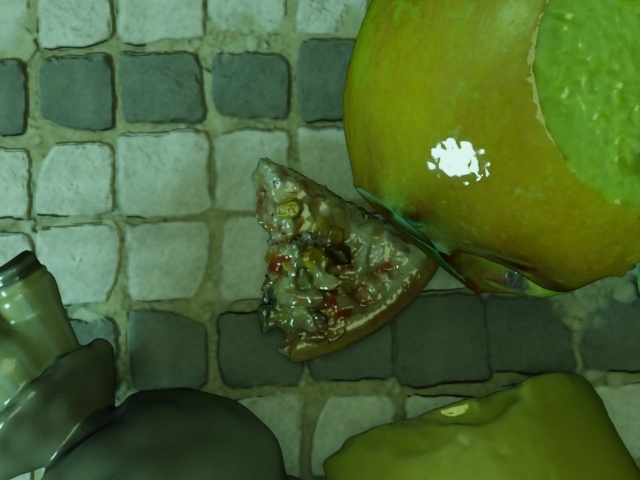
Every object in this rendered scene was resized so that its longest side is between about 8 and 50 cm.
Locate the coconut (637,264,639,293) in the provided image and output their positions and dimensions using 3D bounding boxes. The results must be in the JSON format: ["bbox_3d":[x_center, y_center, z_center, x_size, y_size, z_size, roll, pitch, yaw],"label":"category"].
[{"bbox_3d":[0.335,0.033,1.259,0.096,0.088,0.088,11,81,32],"label":"coconut"}]

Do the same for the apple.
[{"bbox_3d":[0.207,-0.110,1.142,0.384,0.374,0.374,33,83,22],"label":"apple"}]

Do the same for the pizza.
[{"bbox_3d":[0.000,0.000,1.285,0.185,0.052,0.195,-35,83,-7],"label":"pizza"}]

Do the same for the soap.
[{"bbox_3d":[0.183,0.333,1.161,0.306,0.115,0.427,-10,61,-14],"label":"soap"}]

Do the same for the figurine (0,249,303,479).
[{"bbox_3d":[-0.171,0.180,1.176,0.380,0.203,0.248,46,53,7],"label":"figurine"}]
